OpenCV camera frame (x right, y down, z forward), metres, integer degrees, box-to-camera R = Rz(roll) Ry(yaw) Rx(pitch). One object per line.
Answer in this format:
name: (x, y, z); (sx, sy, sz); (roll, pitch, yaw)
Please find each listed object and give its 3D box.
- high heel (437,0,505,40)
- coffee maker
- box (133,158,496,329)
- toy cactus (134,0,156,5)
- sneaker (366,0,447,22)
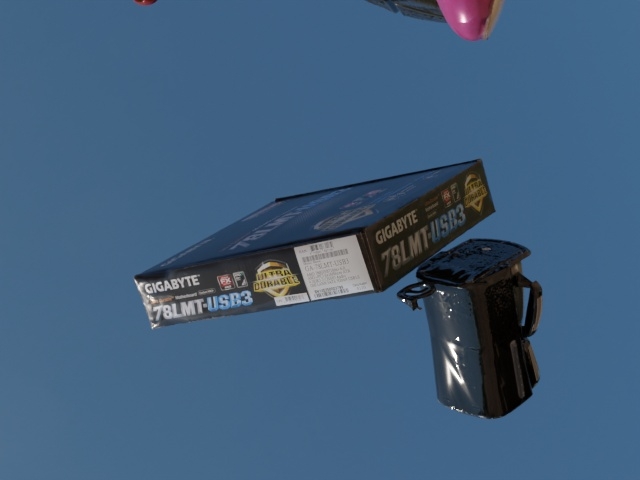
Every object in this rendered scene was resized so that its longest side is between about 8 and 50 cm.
high heel: (0.033, -0.191, 0.553); (0.117, 0.082, 0.244); (6, -119, -3)
coffee maker: (0.168, 0.107, 1.368); (0.171, 0.120, 0.178); (-17, -68, -16)
box: (0.000, 0.000, 1.299); (0.295, 0.293, 0.073); (-30, -72, -54)
toy cactus: (-0.052, -0.258, 0.730); (0.112, 0.219, 0.180); (28, -137, 7)
sneaker: (0.030, -0.458, 1.475); (0.448, 0.169, 0.257); (28, -85, 12)
